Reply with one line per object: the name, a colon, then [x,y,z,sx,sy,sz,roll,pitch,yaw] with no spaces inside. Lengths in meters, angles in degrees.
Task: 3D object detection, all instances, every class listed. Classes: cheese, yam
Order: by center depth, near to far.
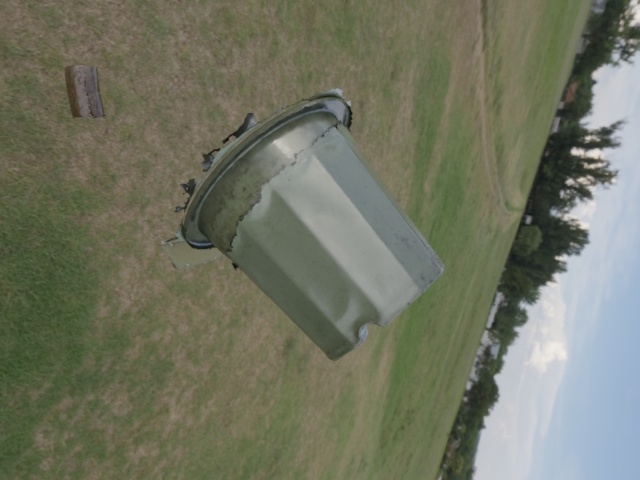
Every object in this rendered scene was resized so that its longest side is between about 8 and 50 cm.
cheese: [-0.187,-0.013,0.946,0.034,0.400,0.085,-54,126,-67]
yam: [-0.603,-0.378,1.057,0.084,0.084,0.127,-32,129,-55]

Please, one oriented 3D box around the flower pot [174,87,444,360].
flower pot: [0.000,0.000,0.533,0.290,0.259,0.290,-38,172,-6]
